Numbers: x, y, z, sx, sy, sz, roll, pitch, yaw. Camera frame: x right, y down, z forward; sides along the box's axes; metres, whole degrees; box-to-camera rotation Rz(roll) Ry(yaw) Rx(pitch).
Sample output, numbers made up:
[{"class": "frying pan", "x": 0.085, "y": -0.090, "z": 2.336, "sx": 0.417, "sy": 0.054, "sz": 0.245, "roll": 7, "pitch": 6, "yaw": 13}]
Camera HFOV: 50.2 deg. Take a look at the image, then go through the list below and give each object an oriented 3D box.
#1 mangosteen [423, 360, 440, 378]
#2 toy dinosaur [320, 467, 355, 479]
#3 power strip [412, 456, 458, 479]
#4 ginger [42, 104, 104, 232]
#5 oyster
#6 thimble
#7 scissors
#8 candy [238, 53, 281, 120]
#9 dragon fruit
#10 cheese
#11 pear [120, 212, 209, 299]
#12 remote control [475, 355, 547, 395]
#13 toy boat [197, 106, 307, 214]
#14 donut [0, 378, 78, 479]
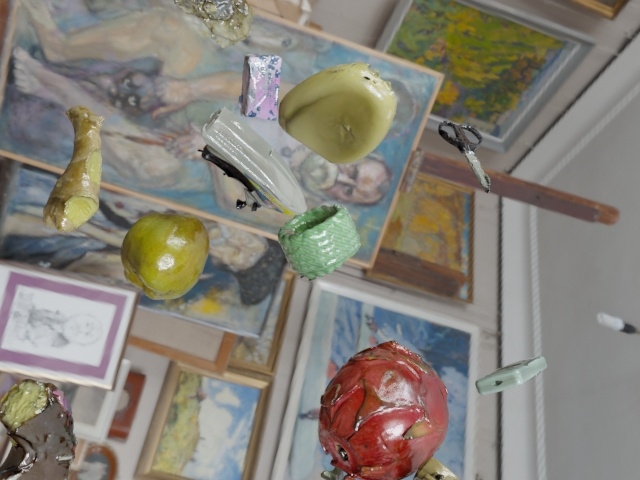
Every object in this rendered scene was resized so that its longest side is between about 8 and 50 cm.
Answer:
[{"class": "mangosteen", "x": 0.260, "y": 0.510, "z": 2.195, "sx": 0.288, "sy": 0.288, "sz": 0.288, "roll": -162, "pitch": -90, "yaw": -80}, {"class": "toy dinosaur", "x": 0.140, "y": 0.616, "z": 1.903, "sx": 0.077, "sy": 0.294, "sz": 0.162, "roll": -79, "pitch": 158, "yaw": -45}, {"class": "power strip", "x": 0.179, "y": 0.433, "z": 1.150, "sx": 0.044, "sy": 0.064, "sz": 0.305, "roll": -44, "pitch": 156, "yaw": -26}, {"class": "ginger", "x": -0.492, "y": -0.145, "z": 1.378, "sx": 0.131, "sy": 0.086, "sz": 0.294, "roll": -22, "pitch": -121, "yaw": 33}, {"class": "oyster", "x": -0.266, "y": -0.591, "z": 1.694, "sx": 0.107, "sy": 0.233, "sz": 0.161, "roll": -34, "pitch": -139, "yaw": 49}, {"class": "thimble", "x": 0.000, "y": 0.000, "z": 1.914, "sx": 0.219, "sy": 0.219, "sz": 0.150, "roll": -101, "pitch": 168, "yaw": -70}, {"class": "scissors", "x": 0.337, "y": -0.191, "z": 1.536, "sx": 0.300, "sy": 0.109, "sz": 0.022, "roll": -97, "pitch": -161, "yaw": -54}, {"class": "candy", "x": -0.151, "y": -0.386, "z": 1.714, "sx": 0.073, "sy": 0.092, "sz": 0.160, "roll": -139, "pitch": -128, "yaw": -64}, {"class": "dragon fruit", "x": 0.112, "y": 0.307, "z": 1.222, "sx": 0.252, "sy": 0.241, "sz": 0.240, "roll": -13, "pitch": 128, "yaw": -58}, {"class": "cheese", "x": 0.059, "y": -0.315, "z": 1.679, "sx": 0.316, "sy": 0.260, "sz": 0.128, "roll": -32, "pitch": -143, "yaw": 47}, {"class": "pear", "x": -0.338, "y": 0.029, "z": 1.495, "sx": 0.200, "sy": 0.200, "sz": 0.199, "roll": -162, "pitch": -90, "yaw": -80}, {"class": "remote control", "x": 0.547, "y": 0.383, "z": 1.948, "sx": 0.140, "sy": 0.296, "sz": 0.056, "roll": -23, "pitch": -102, "yaw": 29}, {"class": "toy boat", "x": -0.145, "y": -0.142, "z": 1.397, "sx": 0.141, "sy": 0.269, "sz": 0.140, "roll": -30, "pitch": -158, "yaw": 13}, {"class": "donut", "x": -0.647, "y": 0.457, "z": 1.374, "sx": 0.345, "sy": 0.136, "sz": 0.259, "roll": -37, "pitch": 129, "yaw": -40}]
